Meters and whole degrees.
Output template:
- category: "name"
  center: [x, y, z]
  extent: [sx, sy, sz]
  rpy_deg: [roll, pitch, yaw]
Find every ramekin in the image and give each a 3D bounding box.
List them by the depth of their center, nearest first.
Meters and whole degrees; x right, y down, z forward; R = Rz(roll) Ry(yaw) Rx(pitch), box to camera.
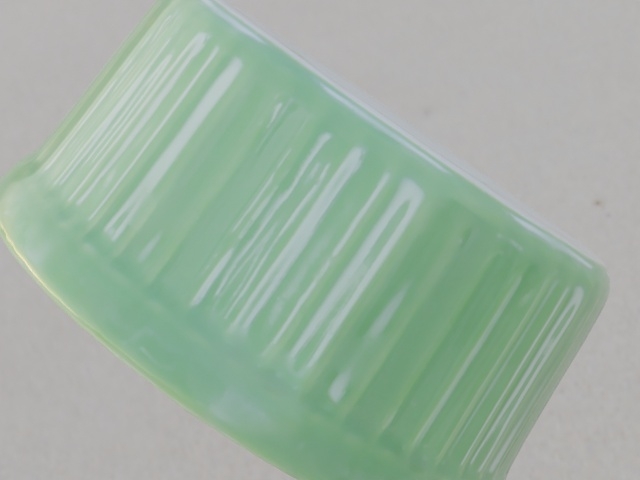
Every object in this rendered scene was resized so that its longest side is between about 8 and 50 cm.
- category: "ramekin"
  center: [0.000, 0.000, 0.764]
  extent: [0.148, 0.303, 0.303]
  rpy_deg: [-55, 28, 7]
